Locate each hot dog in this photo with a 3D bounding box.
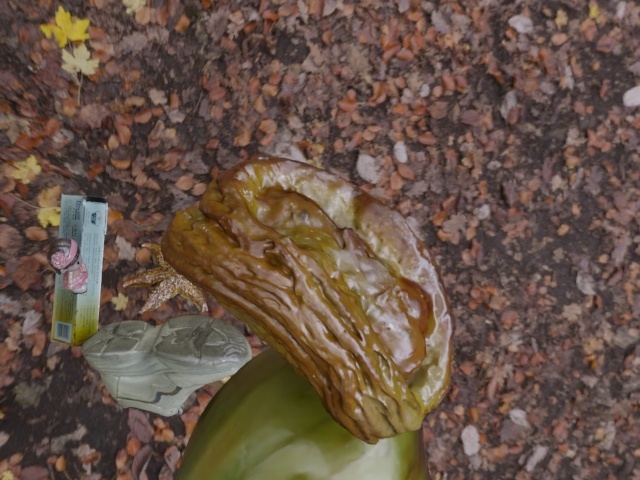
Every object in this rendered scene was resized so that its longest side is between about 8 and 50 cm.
[{"bbox_3d":[0.009,0.035,0.492,0.259,0.114,0.175,40,36,4],"label":"hot dog"}]

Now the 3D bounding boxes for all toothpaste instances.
[{"bbox_3d":[-0.508,0.060,1.304,0.071,0.089,0.313,3,92,-56],"label":"toothpaste"}]

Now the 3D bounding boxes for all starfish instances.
[{"bbox_3d":[-0.360,0.088,1.479,0.227,0.043,0.240,-24,60,-37],"label":"starfish"}]

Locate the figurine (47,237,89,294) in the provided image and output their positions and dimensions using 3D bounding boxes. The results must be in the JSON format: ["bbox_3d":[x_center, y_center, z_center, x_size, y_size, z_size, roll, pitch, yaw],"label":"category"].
[{"bbox_3d":[-0.460,0.051,1.130,0.054,0.129,0.072,4,49,-2],"label":"figurine"}]

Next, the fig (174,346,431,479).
[{"bbox_3d":[-0.027,0.224,0.621,0.271,0.239,0.240,-13,96,-31],"label":"fig"}]

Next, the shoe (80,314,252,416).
[{"bbox_3d":[-0.295,0.269,1.268,0.341,0.132,0.211,-3,123,11],"label":"shoe"}]

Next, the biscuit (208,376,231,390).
[{"bbox_3d":[-0.286,0.349,1.613,0.160,0.249,0.030,47,64,-33],"label":"biscuit"}]

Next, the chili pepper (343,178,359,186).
[{"bbox_3d":[0.000,0.000,1.613,0.251,0.229,0.306,22,55,-56],"label":"chili pepper"}]
